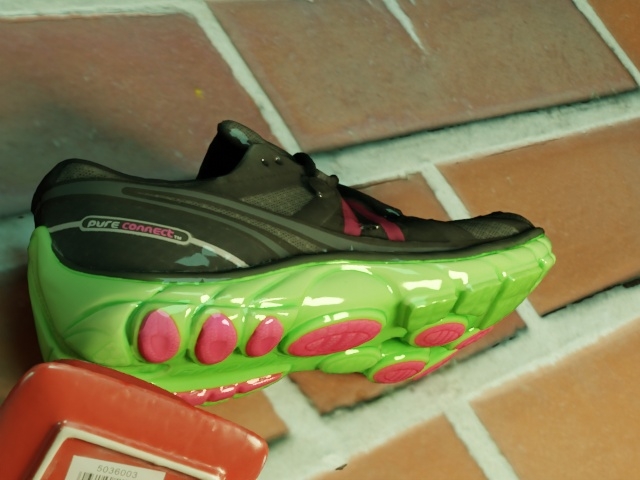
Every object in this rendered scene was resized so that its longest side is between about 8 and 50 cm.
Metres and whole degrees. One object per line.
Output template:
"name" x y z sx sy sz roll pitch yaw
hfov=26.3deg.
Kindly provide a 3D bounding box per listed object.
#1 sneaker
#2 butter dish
"sneaker" 0.000 0.000 1.026 0.483 0.185 0.202 0 57 -45
"butter dish" -0.138 0.134 0.821 0.160 0.160 0.118 24 18 -25
